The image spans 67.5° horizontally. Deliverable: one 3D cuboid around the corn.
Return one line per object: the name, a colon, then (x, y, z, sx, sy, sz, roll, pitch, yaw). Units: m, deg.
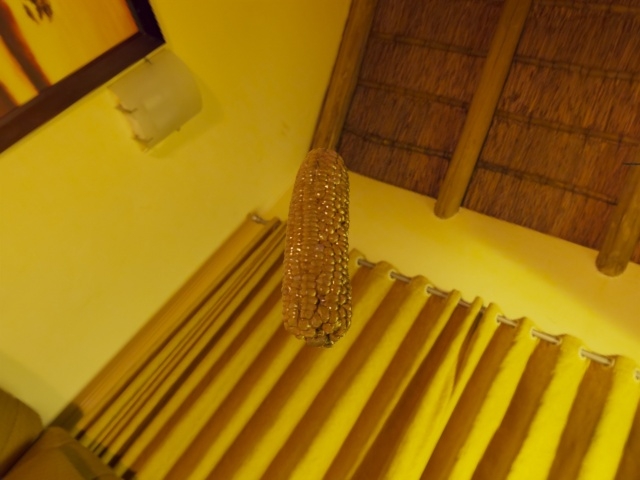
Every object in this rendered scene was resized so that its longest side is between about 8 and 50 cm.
corn: (0.000, 0.000, 0.671, 0.101, 0.292, 0.101, 4, -22, 2)

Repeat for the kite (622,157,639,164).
kite: (0.693, -0.104, 0.926, 0.010, 0.160, 0.183, 99, -21, -45)
